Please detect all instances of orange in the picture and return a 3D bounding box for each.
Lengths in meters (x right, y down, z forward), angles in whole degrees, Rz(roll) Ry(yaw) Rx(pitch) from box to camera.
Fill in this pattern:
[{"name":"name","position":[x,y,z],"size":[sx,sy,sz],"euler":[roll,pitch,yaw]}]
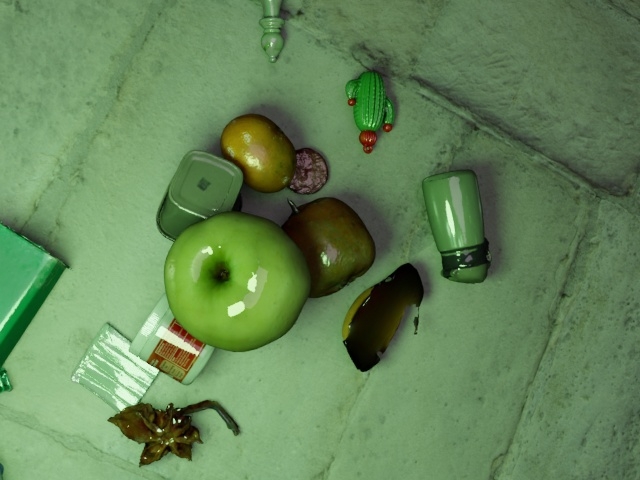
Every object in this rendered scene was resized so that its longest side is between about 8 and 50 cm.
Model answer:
[{"name":"orange","position":[-0.167,-0.248,1.701],"size":[0.171,0.240,0.240],"euler":[-39,93,11]}]

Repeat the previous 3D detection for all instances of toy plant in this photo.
[{"name":"toy plant","position":[0.161,-0.398,1.865],"size":[0.155,0.088,0.240],"euler":[-22,96,-29]}]

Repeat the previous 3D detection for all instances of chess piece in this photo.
[{"name":"chess piece","position":[-0.147,-0.671,1.819],"size":[0.139,0.139,0.271],"euler":[-2,94,-13]}]

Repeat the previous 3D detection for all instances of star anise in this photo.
[{"name":"star anise","position":[-0.381,0.503,1.612],"size":[0.347,0.148,0.237],"euler":[5,123,-24]}]

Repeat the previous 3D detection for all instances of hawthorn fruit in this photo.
[{"name":"hawthorn fruit","position":[0.000,0.000,1.702],"size":[0.268,0.268,0.300],"euler":[-30,89,-14]}]

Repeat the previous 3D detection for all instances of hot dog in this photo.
[{"name":"hot dog","position":[0.173,0.226,1.790],"size":[0.326,0.107,0.194],"euler":[-37,102,-23]}]

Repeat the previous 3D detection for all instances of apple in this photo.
[{"name":"apple","position":[-0.198,0.102,1.481],"size":[0.358,0.357,0.357],"euler":[1,83,-12]}]

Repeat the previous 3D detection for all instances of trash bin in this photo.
[{"name":"trash bin","position":[-0.320,-0.109,1.643],"size":[0.220,0.250,0.219],"euler":[21,72,-9]},{"name":"trash bin","position":[-0.813,0.167,1.503],"size":[0.295,0.259,0.381],"euler":[35,75,-6]}]

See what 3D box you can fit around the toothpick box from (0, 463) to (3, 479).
[{"name":"toothpick box","position":[-0.867,0.641,1.456],"size":[0.263,0.263,0.354],"euler":[-17,87,-14]}]

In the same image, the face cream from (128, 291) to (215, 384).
[{"name":"face cream","position":[-0.375,0.255,1.612],"size":[0.187,0.201,0.201],"euler":[33,78,-7]}]

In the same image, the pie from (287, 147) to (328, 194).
[{"name":"pie","position":[-0.050,-0.208,1.821],"size":[0.155,0.036,0.154],"euler":[1,83,-12]}]

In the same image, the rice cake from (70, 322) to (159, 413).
[{"name":"rice cake","position":[-0.551,0.354,1.646],"size":[0.198,0.037,0.189],"euler":[33,78,-8]}]

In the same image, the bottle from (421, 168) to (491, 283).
[{"name":"bottle","position":[0.418,-0.035,1.842],"size":[0.169,0.168,0.346],"euler":[-11,90,-13]}]
